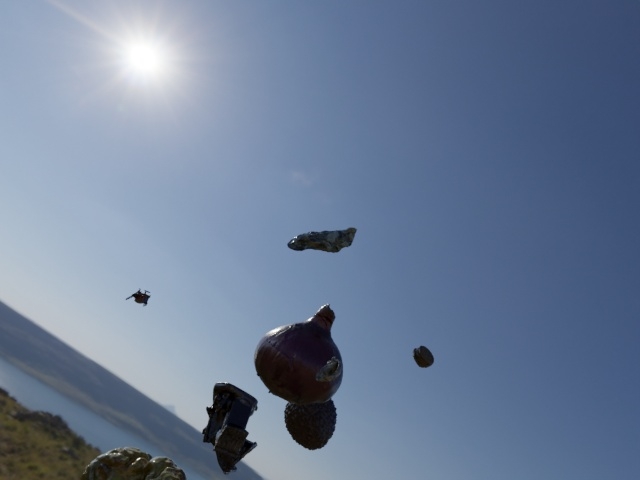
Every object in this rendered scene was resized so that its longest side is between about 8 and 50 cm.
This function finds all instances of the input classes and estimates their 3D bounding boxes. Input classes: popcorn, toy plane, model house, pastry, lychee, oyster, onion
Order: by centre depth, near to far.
[{"bbox_3d":[-0.214,0.430,1.080,0.141,0.164,0.203,15,-35,7],"label":"model house"},{"bbox_3d":[0.023,0.364,1.316,0.081,0.083,0.038,-136,-155,-64],"label":"oyster"},{"bbox_3d":[-0.542,0.718,1.339,0.333,0.264,0.225,-14,-45,15],"label":"popcorn"},{"bbox_3d":[-0.591,0.186,1.567,0.060,0.037,0.145,29,-27,-26],"label":"toy plane"},{"bbox_3d":[-0.050,0.409,1.765,0.348,0.385,0.348,30,0,0],"label":"onion"},{"bbox_3d":[0.000,0.003,1.970,0.252,0.199,0.087,6,-67,33],"label":"oyster"},{"bbox_3d":[0.466,0.527,2.162,0.057,0.097,0.109,-37,-39,28],"label":"pastry"},{"bbox_3d":[-0.042,0.838,2.224,0.268,0.267,0.267,27,-26,14],"label":"lychee"}]
